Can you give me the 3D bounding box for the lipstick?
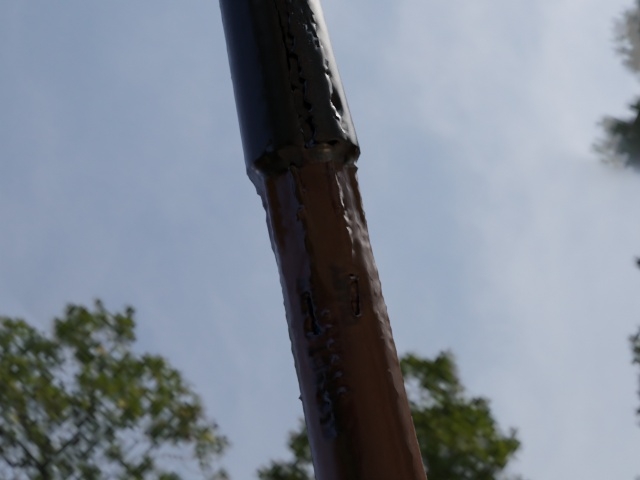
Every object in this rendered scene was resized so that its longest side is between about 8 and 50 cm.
[{"bbox_3d":[0.000,0.000,0.980,0.077,0.077,0.418,3,-114,-37],"label":"lipstick"}]
